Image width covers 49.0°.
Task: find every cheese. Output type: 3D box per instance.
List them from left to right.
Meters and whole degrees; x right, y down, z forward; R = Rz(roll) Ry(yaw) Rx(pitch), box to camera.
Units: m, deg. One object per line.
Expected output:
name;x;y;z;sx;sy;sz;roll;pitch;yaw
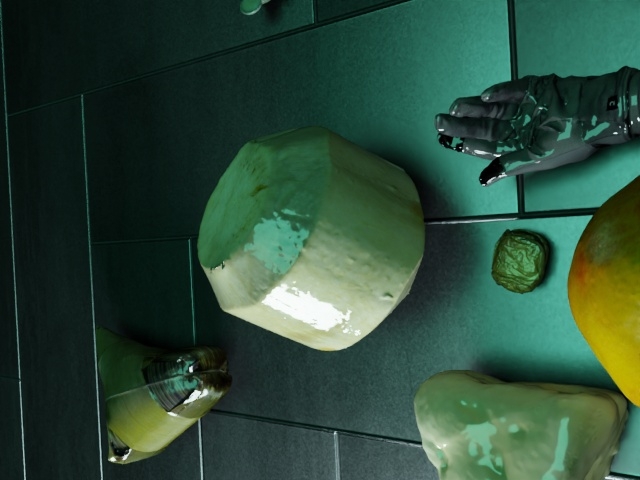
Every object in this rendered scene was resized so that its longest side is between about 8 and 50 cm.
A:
cheese;0.232;0.286;0.882;0.251;0.173;0.248;9;89;37

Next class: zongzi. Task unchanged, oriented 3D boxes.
zongzi;-0.320;0.220;1.340;0.289;0.154;0.317;-42;61;23

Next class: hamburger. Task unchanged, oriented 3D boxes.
hamburger;0.263;0.027;0.929;0.076;0.044;0.083;23;108;33

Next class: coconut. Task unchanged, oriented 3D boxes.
coconut;0.000;0.000;0.992;0.323;0.323;0.323;2;93;38

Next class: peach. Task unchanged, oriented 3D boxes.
peach;0.410;0.032;0.662;0.289;0.289;0.308;55;141;22

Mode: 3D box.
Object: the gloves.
gloves;0.281;-0.142;0.866;0.285;0.119;0.142;-1;80;24

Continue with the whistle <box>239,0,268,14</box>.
whistle;-0.149;-0.481;1.215;0.114;0.077;0.236;-48;59;8
